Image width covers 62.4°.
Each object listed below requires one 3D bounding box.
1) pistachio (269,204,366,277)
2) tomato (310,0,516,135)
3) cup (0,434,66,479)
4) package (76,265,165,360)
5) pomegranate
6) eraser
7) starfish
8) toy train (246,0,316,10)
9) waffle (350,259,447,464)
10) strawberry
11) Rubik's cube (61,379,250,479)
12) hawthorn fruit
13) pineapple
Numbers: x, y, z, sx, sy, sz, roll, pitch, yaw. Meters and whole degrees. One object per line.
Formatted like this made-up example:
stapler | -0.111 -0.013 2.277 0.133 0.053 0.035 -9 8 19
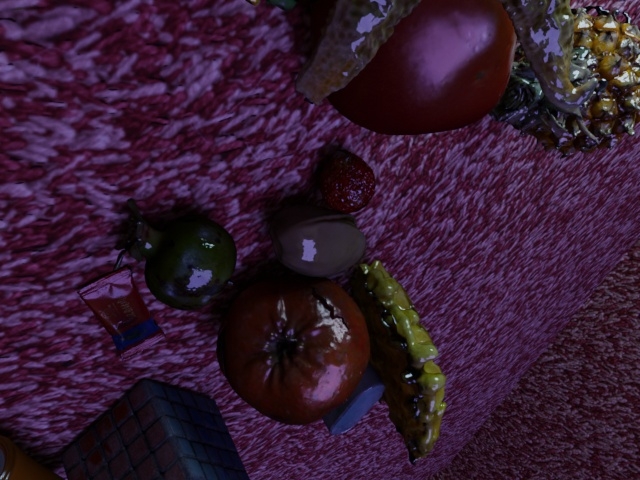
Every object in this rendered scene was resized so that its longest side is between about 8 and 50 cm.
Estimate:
pistachio | 0.000 0.000 0.918 0.226 0.136 0.136 8 124 -54
tomato | 0.131 -0.259 0.676 0.298 0.226 0.299 -25 145 -19
cup | -0.520 0.466 0.896 0.182 0.226 0.264 -38 141 -32
package | -0.318 0.124 0.863 0.083 0.022 0.200 -26 140 -18
pomegranate | -0.205 0.028 0.766 0.169 0.148 0.149 10 122 -38
eraser | 0.026 0.274 1.148 0.081 0.227 0.174 6 127 -39
starfish | 0.103 -0.282 0.481 0.323 0.082 0.432 -23 120 -7
toy train | -0.011 -0.371 0.521 0.160 0.100 0.296 21 114 -35
waffle | 0.153 0.239 1.103 0.095 0.380 0.382 -16 134 -11
strawberry | 0.042 -0.099 0.877 0.106 0.106 0.106 -24 141 -21
Rubik's cube | -0.313 0.452 1.037 0.238 0.237 0.237 -40 145 2
hawthorn fruit | -0.033 0.182 1.002 0.276 0.276 0.307 -51 172 15
pineapple | 0.356 -0.238 0.837 0.271 0.262 0.263 -20 141 -40
